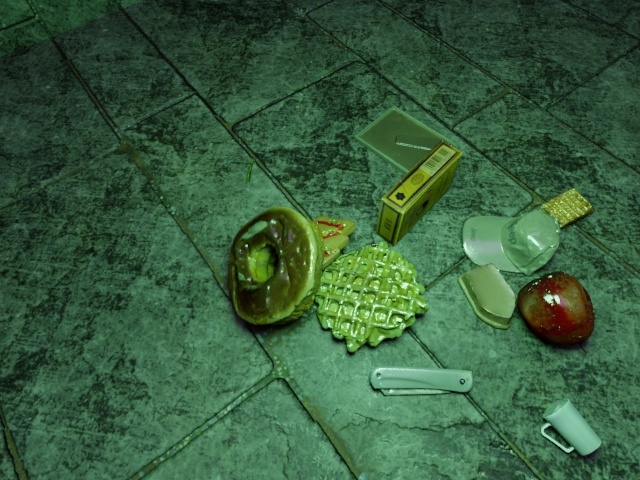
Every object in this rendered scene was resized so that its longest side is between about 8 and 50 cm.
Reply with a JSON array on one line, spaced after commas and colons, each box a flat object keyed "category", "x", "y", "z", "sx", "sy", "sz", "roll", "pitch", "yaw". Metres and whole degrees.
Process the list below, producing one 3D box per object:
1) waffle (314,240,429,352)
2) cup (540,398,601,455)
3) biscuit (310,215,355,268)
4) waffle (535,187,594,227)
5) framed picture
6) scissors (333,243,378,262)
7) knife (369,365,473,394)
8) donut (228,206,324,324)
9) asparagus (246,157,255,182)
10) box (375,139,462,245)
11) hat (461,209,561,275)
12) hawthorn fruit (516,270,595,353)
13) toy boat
[{"category": "waffle", "x": 0.134, "y": 0.148, "z": 1.179, "sx": 0.317, "sy": 0.073, "sz": 0.297, "roll": -27, "pitch": 62, "yaw": -2}, {"category": "cup", "x": 0.598, "y": 0.460, "z": 1.009, "sx": 0.104, "sy": 0.074, "sz": 0.116, "roll": -40, "pitch": 69, "yaw": 7}, {"category": "biscuit", "x": 0.000, "y": 0.000, "z": 1.265, "sx": 0.212, "sy": 0.041, "sz": 0.238, "roll": -4, "pitch": 39, "yaw": 8}, {"category": "waffle", "x": 0.786, "y": -0.099, "z": 1.335, "sx": 0.148, "sy": 0.042, "sz": 0.102, "roll": -25, "pitch": 61, "yaw": -12}, {"category": "framed picture", "x": 0.314, "y": -0.359, "z": 1.516, "sx": 0.232, "sy": 0.024, "sz": 0.315, "roll": -41, "pitch": 65, "yaw": -19}, {"category": "scissors", "x": 0.082, "y": 0.077, "z": 1.274, "sx": 0.248, "sy": 0.017, "sz": 0.144, "roll": -2, "pitch": 59, "yaw": 2}, {"category": "knife", "x": 0.262, "y": 0.368, "z": 1.087, "sx": 0.266, "sy": 0.040, "sz": 0.073, "roll": 0, "pitch": 71, "yaw": 2}, {"category": "donut", "x": -0.123, "y": 0.075, "z": 1.171, "sx": 0.330, "sy": 0.160, "sz": 0.329, "roll": -8, "pitch": 72, "yaw": 25}, {"category": "asparagus", "x": -0.248, "y": -0.251, "z": 1.477, "sx": 0.015, "sy": 0.014, "sz": 0.114, "roll": 21, "pitch": 57, "yaw": -25}, {"category": "box", "x": 0.303, "y": -0.145, "z": 1.292, "sx": 0.084, "sy": 0.192, "sz": 0.301, "roll": 38, "pitch": 68, "yaw": 22}, {"category": "hat", "x": 0.570, "y": -0.017, "z": 1.250, "sx": 0.245, "sy": 0.149, "sz": 0.214, "roll": 9, "pitch": 60, "yaw": -5}, {"category": "hawthorn fruit", "x": 0.645, "y": 0.197, "z": 1.104, "sx": 0.181, "sy": 0.181, "sz": 0.235, "roll": -31, "pitch": 77, "yaw": -15}, {"category": "toy boat", "x": 0.487, "y": 0.160, "z": 1.185, "sx": 0.116, "sy": 0.061, "sz": 0.188, "roll": -18, "pitch": 61, "yaw": -9}]
